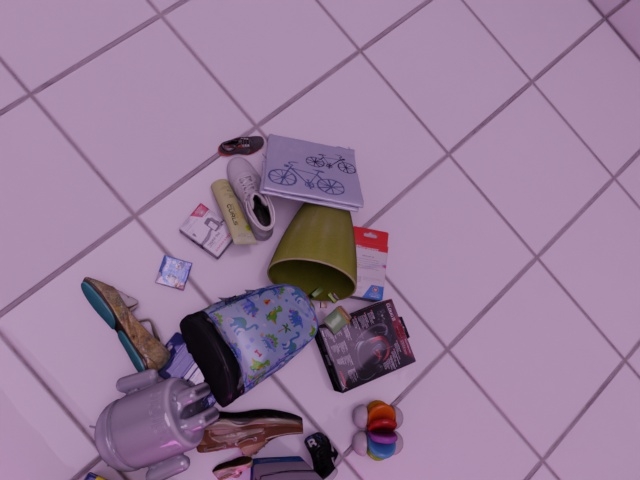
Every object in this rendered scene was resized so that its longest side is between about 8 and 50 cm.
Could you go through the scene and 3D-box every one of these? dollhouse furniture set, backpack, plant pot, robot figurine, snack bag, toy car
[{"bbox_3d":[0.031,0.207,1.656,0.076,0.058,0.151,-40,91,-18],"label":"dollhouse furniture set"},{"bbox_3d":[-0.179,0.270,1.614,0.356,0.273,0.290,-16,72,-45],"label":"backpack"},{"bbox_3d":[0.000,0.000,1.719,0.275,0.274,0.293,18,60,-9],"label":"plant pot"},{"bbox_3d":[-0.460,0.502,1.493,0.354,0.200,0.299,-24,78,10],"label":"robot figurine"},{"bbox_3d":[-0.032,-0.228,1.770,0.324,0.037,0.342,9,40,-11],"label":"snack bag"},{"bbox_3d":[0.187,0.591,1.693,0.159,0.136,0.181,5,78,-13],"label":"toy car"}]

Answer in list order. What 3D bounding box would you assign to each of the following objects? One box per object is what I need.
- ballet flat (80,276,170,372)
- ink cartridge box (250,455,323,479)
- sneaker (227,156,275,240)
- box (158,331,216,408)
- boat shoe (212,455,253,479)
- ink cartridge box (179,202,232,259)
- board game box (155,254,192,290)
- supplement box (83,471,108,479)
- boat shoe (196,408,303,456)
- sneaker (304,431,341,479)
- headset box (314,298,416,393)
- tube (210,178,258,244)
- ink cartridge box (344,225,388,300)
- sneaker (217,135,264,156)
[{"bbox_3d":[-0.561,0.235,1.600,0.123,0.123,0.348,-36,80,-17],"label":"ballet flat"},{"bbox_3d":[-0.093,0.761,1.457,0.167,0.395,0.285,3,78,-13],"label":"ink cartridge box"},{"bbox_3d":[-0.211,-0.153,1.730,0.108,0.169,0.292,-22,84,-15],"label":"sneaker"},{"bbox_3d":[-0.383,0.391,1.641,0.225,0.036,0.136,36,73,2],"label":"box"},{"bbox_3d":[-0.250,0.669,1.601,0.136,0.050,0.045,-22,98,22],"label":"boat shoe"},{"bbox_3d":[-0.350,-0.028,1.725,0.151,0.063,0.109,37,73,-4],"label":"ink cartridge box"},{"bbox_3d":[-0.455,0.100,1.698,0.090,0.020,0.090,17,76,-8],"label":"board game box"},{"bbox_3d":[-0.502,0.782,1.441,0.357,0.194,0.195,29,60,-6],"label":"supplement box"},{"bbox_3d":[-0.214,0.571,1.620,0.325,0.122,0.119,0,84,-5],"label":"boat shoe"},{"bbox_3d":[-0.009,0.637,1.607,0.079,0.217,0.121,-37,84,5],"label":"sneaker"},{"bbox_3d":[0.150,0.328,1.749,0.294,0.110,0.217,-20,84,-16],"label":"headset box"},{"bbox_3d":[-0.274,-0.085,1.719,0.070,0.062,0.240,-22,66,-11],"label":"tube"},{"bbox_3d":[0.144,0.079,1.814,0.134,0.078,0.230,11,77,-12],"label":"ink cartridge box"},{"bbox_3d":[-0.258,-0.314,1.803,0.158,0.065,0.061,-18,84,-16],"label":"sneaker"}]
